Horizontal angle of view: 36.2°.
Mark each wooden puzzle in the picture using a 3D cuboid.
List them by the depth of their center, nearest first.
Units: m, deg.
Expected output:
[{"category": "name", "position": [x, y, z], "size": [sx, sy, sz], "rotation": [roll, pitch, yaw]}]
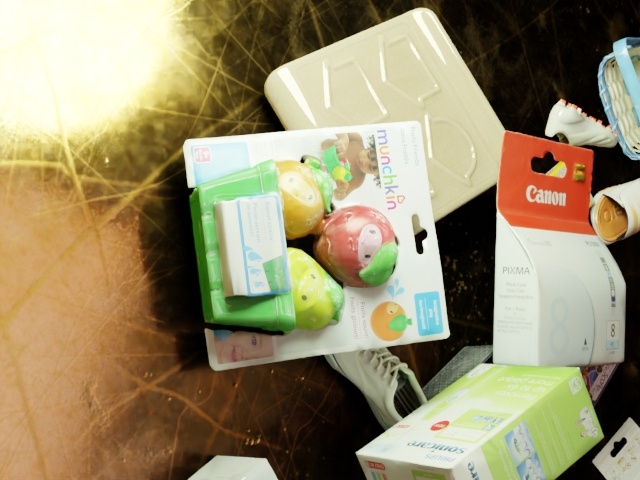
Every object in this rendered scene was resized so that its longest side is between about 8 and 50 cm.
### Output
[{"category": "wooden puzzle", "position": [0.114, -0.176, 1.566], "size": [0.348, 0.080, 0.322], "rotation": [-30, 89, -30]}]

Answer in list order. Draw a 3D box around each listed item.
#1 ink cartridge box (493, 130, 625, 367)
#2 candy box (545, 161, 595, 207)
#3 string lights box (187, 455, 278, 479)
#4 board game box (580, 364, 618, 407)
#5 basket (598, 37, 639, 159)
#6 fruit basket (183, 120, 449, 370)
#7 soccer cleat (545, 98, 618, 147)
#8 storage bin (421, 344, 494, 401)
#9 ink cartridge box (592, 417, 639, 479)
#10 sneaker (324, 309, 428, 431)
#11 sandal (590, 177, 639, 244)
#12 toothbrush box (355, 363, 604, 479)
[{"category": "ink cartridge box", "position": [0.413, 0.022, 1.649], "size": [0.308, 0.091, 0.384], "rotation": [4, 89, -47]}, {"category": "candy box", "position": [0.430, -0.065, 1.822], "size": [0.206, 0.027, 0.105], "rotation": [-36, 101, -34]}, {"category": "string lights box", "position": [-0.072, 0.420, 1.322], "size": [0.077, 0.133, 0.259], "rotation": [-36, 104, -34]}, {"category": "board game box", "position": [0.461, 0.246, 1.787], "size": [0.136, 0.035, 0.201], "rotation": [52, 58, -17]}, {"category": "basket", "position": [0.644, -0.278, 1.884], "size": [0.289, 0.201, 0.254], "rotation": [-30, 101, -54]}, {"category": "fruit basket", "position": [0.000, 0.000, 1.376], "size": [0.353, 0.165, 0.326], "rotation": [-6, 86, -9]}, {"category": "soccer cleat", "position": [0.497, -0.208, 1.878], "size": [0.196, 0.068, 0.076], "rotation": [18, 105, -41]}, {"category": "storage bin", "position": [0.249, 0.264, 1.605], "size": [0.180, 0.084, 0.122], "rotation": [-38, 104, -34]}, {"category": "ink cartridge box", "position": [0.596, 0.451, 1.857], "size": [0.145, 0.045, 0.179], "rotation": [-36, 85, -33]}, {"category": "sneaker", "position": [0.092, 0.195, 1.500], "size": [0.258, 0.091, 0.094], "rotation": [52, 58, -17]}, {"category": "sandal", "position": [0.631, -0.077, 1.935], "size": [0.265, 0.076, 0.101], "rotation": [-26, 97, -35]}, {"category": "toothbrush box", "position": [0.230, 0.294, 1.408], "size": [0.283, 0.206, 0.122], "rotation": [-29, 102, -32]}]
